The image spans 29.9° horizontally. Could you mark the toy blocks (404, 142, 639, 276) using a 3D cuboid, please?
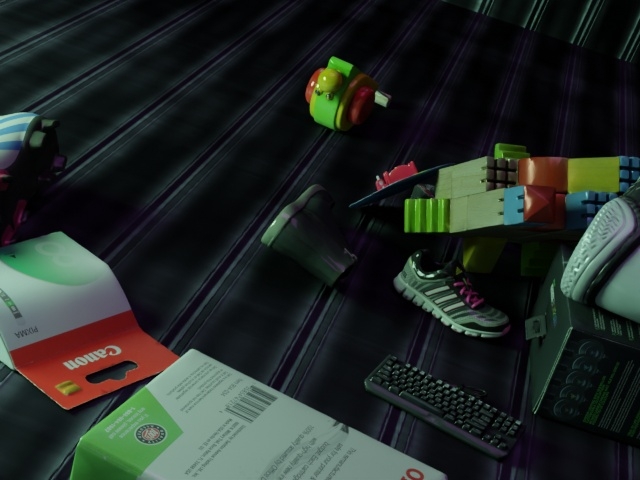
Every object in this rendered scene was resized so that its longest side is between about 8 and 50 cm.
[{"bbox_3d":[0.345,-0.052,1.650,0.381,0.190,0.261,4,-6,-22],"label":"toy blocks"}]

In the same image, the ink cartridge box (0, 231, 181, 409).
[{"bbox_3d":[-0.277,0.078,1.282,0.225,0.056,0.181,30,28,28],"label":"ink cartridge box"}]

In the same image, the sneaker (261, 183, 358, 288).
[{"bbox_3d":[0.000,0.000,1.617,0.118,0.083,0.222,39,20,2],"label":"sneaker"}]

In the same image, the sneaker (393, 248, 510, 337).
[{"bbox_3d":[0.177,0.066,1.574,0.170,0.075,0.063,30,27,24],"label":"sneaker"}]

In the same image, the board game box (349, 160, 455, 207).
[{"bbox_3d":[0.114,-0.094,1.776,0.133,0.169,0.033,-17,83,-43],"label":"board game box"}]

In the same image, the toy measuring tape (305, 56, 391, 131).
[{"bbox_3d":[0.051,-0.243,2.139,0.121,0.121,0.330,26,4,17],"label":"toy measuring tape"}]

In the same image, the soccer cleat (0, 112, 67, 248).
[{"bbox_3d":[-0.418,-0.059,1.431,0.143,0.116,0.331,-2,25,11],"label":"soccer cleat"}]

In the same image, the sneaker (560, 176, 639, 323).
[{"bbox_3d":[0.465,-0.018,1.448,0.210,0.137,0.366,34,63,17],"label":"sneaker"}]

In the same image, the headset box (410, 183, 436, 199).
[{"bbox_3d":[0.187,-0.061,1.892,0.083,0.032,0.062,1,29,-29],"label":"headset box"}]

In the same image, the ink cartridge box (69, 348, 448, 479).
[{"bbox_3d":[-0.053,0.230,1.039,0.273,0.114,0.198,25,26,15],"label":"ink cartridge box"}]

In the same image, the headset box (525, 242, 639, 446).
[{"bbox_3d":[0.397,0.140,1.500,0.283,0.131,0.246,17,25,-1],"label":"headset box"}]

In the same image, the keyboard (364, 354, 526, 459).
[{"bbox_3d":[0.148,0.183,1.378,0.180,0.023,0.108,27,26,17],"label":"keyboard"}]
